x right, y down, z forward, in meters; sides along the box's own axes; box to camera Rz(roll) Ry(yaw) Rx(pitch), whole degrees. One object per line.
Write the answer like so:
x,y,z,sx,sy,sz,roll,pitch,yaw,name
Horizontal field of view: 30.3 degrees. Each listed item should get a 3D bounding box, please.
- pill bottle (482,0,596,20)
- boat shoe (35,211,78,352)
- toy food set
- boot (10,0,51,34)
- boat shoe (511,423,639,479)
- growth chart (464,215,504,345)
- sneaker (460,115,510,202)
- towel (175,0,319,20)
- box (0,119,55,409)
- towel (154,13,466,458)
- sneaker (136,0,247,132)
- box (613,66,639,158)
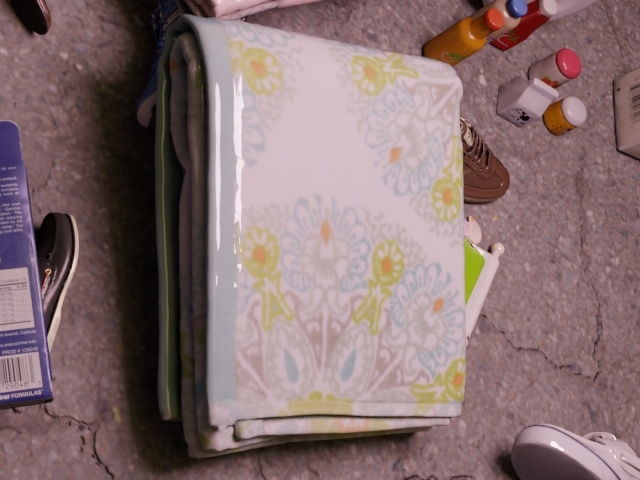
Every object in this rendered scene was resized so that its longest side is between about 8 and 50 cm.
0.252,-0.415,1.428,0.152,0.152,0.272,6,70,-35,pill bottle
-0.231,0.034,0.966,0.042,0.049,0.133,27,63,-36,boat shoe
0.243,-0.215,1.378,0.232,0.104,0.111,26,59,-27,toy food set
-0.235,-0.248,1.079,0.114,0.037,0.106,-29,94,-45,boot
0.297,0.250,1.268,0.258,0.095,0.084,40,49,-31,boat shoe
0.095,0.004,1.243,0.237,0.021,0.172,34,55,-23,growth chart
0.146,-0.096,1.283,0.188,0.071,0.066,22,61,-29,sneaker
-0.082,-0.366,1.175,0.317,0.053,0.332,-25,74,-39,towel
-0.286,0.021,0.909,0.136,0.036,0.225,-6,78,-16,box
0.000,0.000,1.081,0.320,0.090,0.375,4,84,-41,towel
-0.130,-0.185,1.116,0.081,0.080,0.211,30,52,-8,sneaker
0.515,-0.141,1.562,0.275,0.094,0.113,15,65,-32,box
